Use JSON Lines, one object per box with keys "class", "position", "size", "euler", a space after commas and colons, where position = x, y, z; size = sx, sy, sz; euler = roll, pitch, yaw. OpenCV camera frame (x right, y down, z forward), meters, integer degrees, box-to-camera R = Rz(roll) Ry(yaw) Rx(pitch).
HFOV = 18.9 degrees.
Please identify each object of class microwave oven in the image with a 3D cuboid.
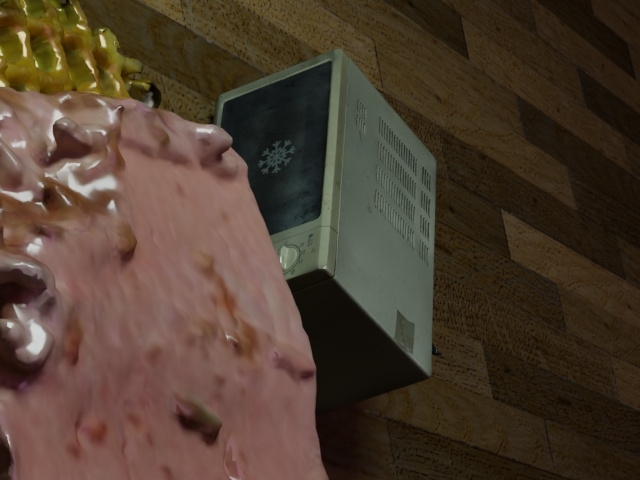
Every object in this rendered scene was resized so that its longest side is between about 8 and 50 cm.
{"class": "microwave oven", "position": [0.000, 0.000, 1.590], "size": [0.194, 0.145, 0.241], "euler": [49, 32, -40]}

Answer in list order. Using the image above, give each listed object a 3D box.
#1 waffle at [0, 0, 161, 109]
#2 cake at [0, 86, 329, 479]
{"class": "waffle", "position": [-0.177, -0.041, 1.367], "size": [0.329, 0.062, 0.329], "euler": [46, 33, -42]}
{"class": "cake", "position": [-0.184, 0.086, 1.007], "size": [0.314, 0.293, 0.307], "euler": [9, 62, -54]}
